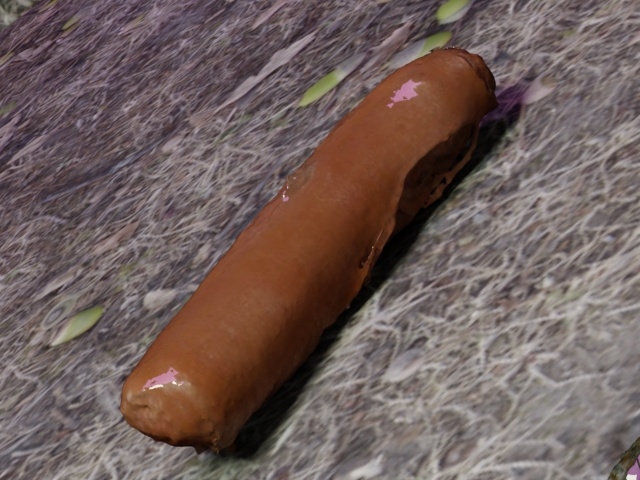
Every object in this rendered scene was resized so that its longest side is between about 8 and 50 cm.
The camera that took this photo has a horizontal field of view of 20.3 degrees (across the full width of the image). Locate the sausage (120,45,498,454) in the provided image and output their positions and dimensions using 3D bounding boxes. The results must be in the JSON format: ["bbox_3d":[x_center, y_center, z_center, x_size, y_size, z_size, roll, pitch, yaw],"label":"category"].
[{"bbox_3d":[-0.001,0.001,1.038,0.326,0.079,0.087,-50,14,-32],"label":"sausage"}]

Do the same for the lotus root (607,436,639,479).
[{"bbox_3d":[0.178,0.042,0.642,0.192,0.113,0.088,-42,42,0],"label":"lotus root"}]
